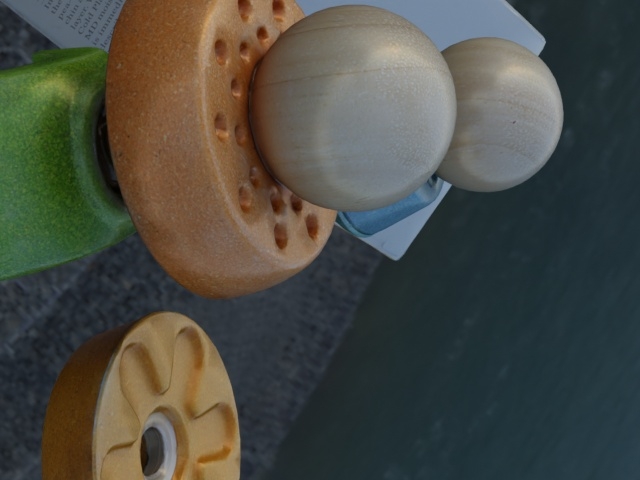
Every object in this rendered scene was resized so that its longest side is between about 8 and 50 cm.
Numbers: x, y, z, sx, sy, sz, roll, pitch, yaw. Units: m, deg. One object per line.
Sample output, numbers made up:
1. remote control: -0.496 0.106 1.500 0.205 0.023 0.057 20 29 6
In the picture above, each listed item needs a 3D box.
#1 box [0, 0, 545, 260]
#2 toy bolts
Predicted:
1. box: -0.069 -0.164 0.848 0.215 0.345 0.168 27 98 -49
2. toy bolts: 0.000 0.000 0.479 0.228 0.158 0.218 -44 125 -60
